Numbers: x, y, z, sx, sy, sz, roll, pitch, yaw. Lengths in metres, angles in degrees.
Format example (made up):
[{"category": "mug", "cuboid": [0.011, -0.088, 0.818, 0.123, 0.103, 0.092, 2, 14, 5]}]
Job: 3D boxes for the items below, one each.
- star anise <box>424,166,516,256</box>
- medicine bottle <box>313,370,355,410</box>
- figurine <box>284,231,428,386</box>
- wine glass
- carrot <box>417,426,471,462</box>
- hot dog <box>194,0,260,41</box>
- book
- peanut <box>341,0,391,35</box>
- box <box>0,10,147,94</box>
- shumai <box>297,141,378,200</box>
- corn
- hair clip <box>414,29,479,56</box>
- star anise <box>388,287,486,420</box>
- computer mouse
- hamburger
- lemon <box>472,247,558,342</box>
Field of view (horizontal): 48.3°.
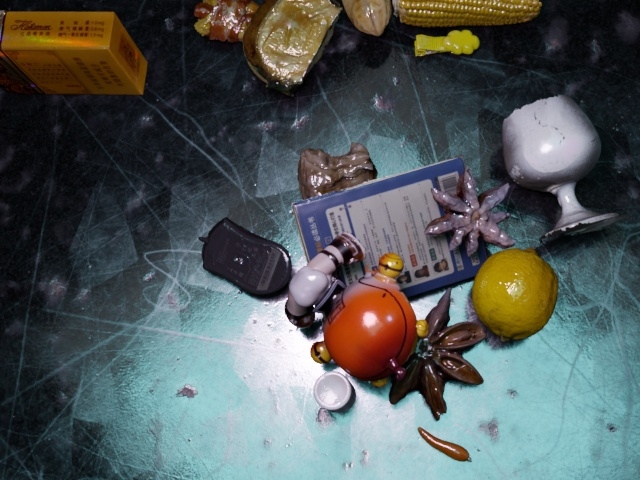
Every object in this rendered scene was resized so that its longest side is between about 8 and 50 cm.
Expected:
[{"category": "star anise", "cuboid": [0.355, -0.059, 1.665, 0.229, 0.093, 0.236, -45, 100, -3]}, {"category": "medicine bottle", "cuboid": [0.034, 0.349, 1.630, 0.086, 0.183, 0.086, -1, 75, 5]}, {"category": "figurine", "cuboid": [0.082, 0.172, 1.563, 0.323, 0.196, 0.320, 39, 110, 14]}, {"category": "wine glass", "cuboid": [0.571, -0.172, 1.705, 0.238, 0.238, 0.322, -16, 82, 1]}, {"category": "carrot", "cuboid": [0.286, 0.474, 1.648, 0.142, 0.035, 0.035, 25, 78, 17]}, {"category": "hot dog", "cuboid": [-0.247, -0.619, 1.979, 0.213, 0.103, 0.146, 8, 73, 6]}, {"category": "book", "cuboid": [0.173, -0.003, 1.706, 0.428, 0.039, 0.299, -16, 98, -7]}, {"category": "peanut", "cuboid": [0.105, -0.680, 1.936, 0.147, 0.147, 0.305, -21, 73, 0]}, {"category": "box", "cuboid": [-0.710, -0.497, 1.910, 0.416, 0.264, 0.115, 2, 76, 7]}, {"category": "shumai", "cuboid": [0.055, -0.133, 1.750, 0.186, 0.184, 0.218, -16, 75, 31]}, {"category": "corn", "cuboid": [0.386, -0.643, 1.902, 0.388, 0.144, 0.143, -2, 74, 3]}, {"category": "hair clip", "cuboid": [0.342, -0.533, 1.922, 0.173, 0.046, 0.072, -1, 78, 4]}, {"category": "star anise", "cuboid": [0.238, 0.254, 1.678, 0.316, 0.108, 0.315, -3, 73, 9]}, {"category": "computer mouse", "cuboid": [-0.187, 0.043, 1.792, 0.264, 0.088, 0.147, 26, 95, 12]}, {"category": "hamburger", "cuboid": [-0.091, -0.543, 1.898, 0.211, 0.132, 0.308, 30, 84, -5]}, {"category": "lemon", "cuboid": [0.448, 0.123, 1.648, 0.192, 0.192, 0.231, 18, 80, 11]}]
